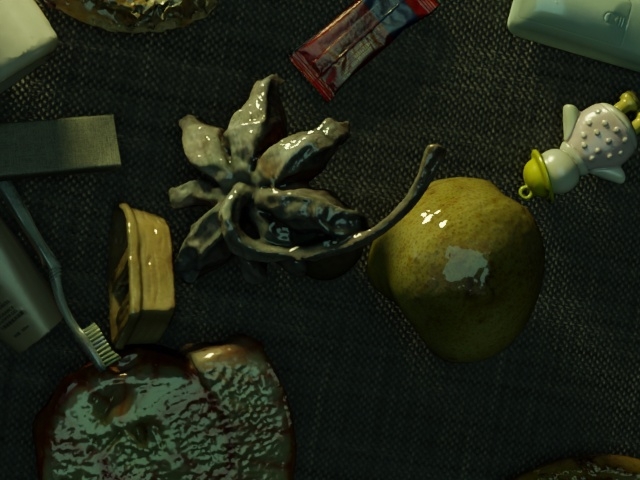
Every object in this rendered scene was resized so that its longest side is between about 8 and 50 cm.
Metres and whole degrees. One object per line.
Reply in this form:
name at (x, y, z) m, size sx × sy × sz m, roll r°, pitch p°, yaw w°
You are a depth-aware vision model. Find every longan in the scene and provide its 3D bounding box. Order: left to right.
longan at (0.000, 0.000, 1.853) m, size 0.119 × 0.106 × 0.106 m, roll -10°, pitch 97°, yaw 30°

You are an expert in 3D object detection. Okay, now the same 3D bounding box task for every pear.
pear at (0.185, 0.032, 1.833) m, size 0.211 × 0.188 × 0.228 m, roll -42°, pitch 99°, yaw 3°

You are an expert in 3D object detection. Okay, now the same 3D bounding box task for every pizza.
pizza at (0.316, 0.381, 1.931) m, size 0.305 × 0.085 × 0.161 m, roll -28°, pitch 98°, yaw -5°

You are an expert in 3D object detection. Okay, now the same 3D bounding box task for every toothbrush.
toothbrush at (-0.355, -0.001, 1.783) m, size 0.037 × 0.028 × 0.375 m, roll -29°, pitch 82°, yaw -18°

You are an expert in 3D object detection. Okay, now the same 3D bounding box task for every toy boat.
toy boat at (-0.226, 0.036, 1.797) m, size 0.061 × 0.116 × 0.188 m, roll 4°, pitch 59°, yaw -20°

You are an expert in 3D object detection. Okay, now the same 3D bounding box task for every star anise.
star anise at (-0.064, -0.073, 1.762) m, size 0.316 × 0.139 × 0.359 m, roll 45°, pitch 105°, yaw 16°

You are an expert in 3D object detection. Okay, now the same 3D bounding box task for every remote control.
remote control at (0.398, -0.289, 1.918) m, size 0.293 × 0.051 × 0.103 m, roll 15°, pitch 91°, yaw -11°

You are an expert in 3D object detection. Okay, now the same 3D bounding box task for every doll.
doll at (0.349, -0.118, 1.906) m, size 0.207 × 0.081 × 0.129 m, roll -35°, pitch 91°, yaw -3°

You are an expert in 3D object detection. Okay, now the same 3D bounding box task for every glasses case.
glasses case at (-0.355, -0.113, 1.782) m, size 0.205 × 0.047 × 0.071 m, roll -7°, pitch 83°, yaw -23°

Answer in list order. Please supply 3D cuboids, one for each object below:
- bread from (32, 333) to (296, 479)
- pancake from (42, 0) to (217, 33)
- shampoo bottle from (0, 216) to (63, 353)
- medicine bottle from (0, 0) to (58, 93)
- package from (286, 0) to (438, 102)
bread at (-0.195, 0.276, 1.827) m, size 0.327 × 0.114 × 0.295 m, roll -7°, pitch 95°, yaw -9°
pancake at (-0.228, -0.441, 1.796) m, size 0.382 × 0.071 × 0.382 m, roll -1°, pitch 94°, yaw -10°
shampoo bottle at (-0.430, 0.022, 1.786) m, size 0.127 × 0.078 × 0.257 m, roll -37°, pitch 98°, yaw 23°
medicine bottle at (-0.495, -0.327, 1.691) m, size 0.211 × 0.211 × 0.371 m, roll -35°, pitch 98°, yaw -5°
package at (0.056, -0.274, 1.877) m, size 0.200 × 0.022 × 0.083 m, roll -41°, pitch 100°, yaw -5°
